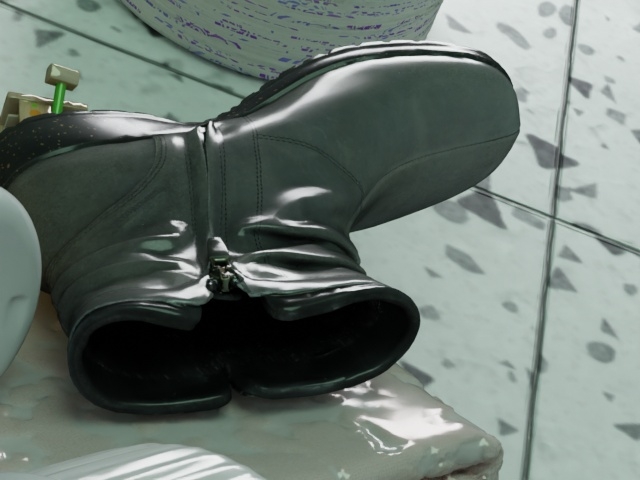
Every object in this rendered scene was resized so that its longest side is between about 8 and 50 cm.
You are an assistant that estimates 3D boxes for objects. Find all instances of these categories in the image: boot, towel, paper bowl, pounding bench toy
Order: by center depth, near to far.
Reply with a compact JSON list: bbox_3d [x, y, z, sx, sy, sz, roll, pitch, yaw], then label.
[{"bbox_3d":[-0.125,0.078,0.967,0.317,0.053,0.332,-11,29,-34],"label":"towel"},{"bbox_3d":[0.000,0.000,1.002,0.338,0.118,0.223,-16,33,-21],"label":"boot"},{"bbox_3d":[-0.170,-0.060,1.153,0.052,0.083,0.065,9,41,-19],"label":"pounding bench toy"},{"bbox_3d":[-0.026,-0.258,1.400,0.284,0.148,0.284,15,42,-14],"label":"paper bowl"}]

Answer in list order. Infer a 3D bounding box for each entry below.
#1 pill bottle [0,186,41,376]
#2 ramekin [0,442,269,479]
[{"bbox_3d":[-0.249,0.001,0.900,0.215,0.117,0.117,19,34,28],"label":"pill bottle"},{"bbox_3d":[-0.067,0.173,0.696,0.207,0.207,0.109,44,36,21],"label":"ramekin"}]
